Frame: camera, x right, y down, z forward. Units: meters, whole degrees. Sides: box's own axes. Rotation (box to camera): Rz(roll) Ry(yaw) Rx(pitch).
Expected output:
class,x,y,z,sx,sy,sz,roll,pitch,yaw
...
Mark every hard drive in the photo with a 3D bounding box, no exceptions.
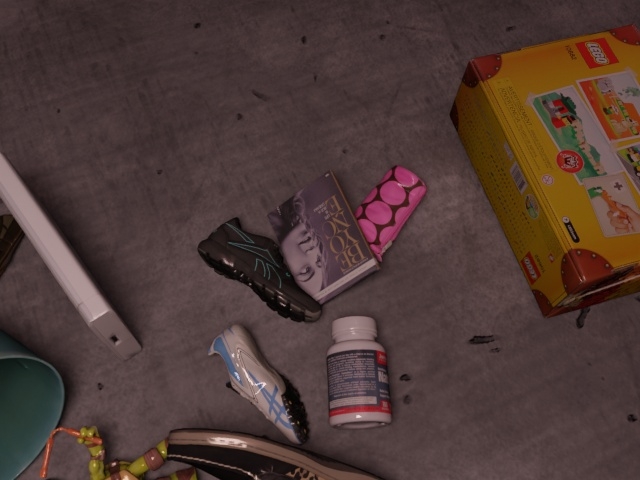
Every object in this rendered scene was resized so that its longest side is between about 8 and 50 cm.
class,x,y,z,sx,sy,sz,roll,pitch,yaw
hard drive,-0.441,0.034,1.077,0.047,0.233,0.353,-35,71,-17

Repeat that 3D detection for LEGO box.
class,x,y,z,sx,sy,sz,roll,pitch,yaw
LEGO box,0.531,-0.149,1.232,0.373,0.193,0.499,-14,66,-9

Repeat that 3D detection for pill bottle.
class,x,y,z,sx,sy,sz,roll,pitch,yaw
pill bottle,0.063,0.228,1.081,0.108,0.108,0.180,-1,66,-3

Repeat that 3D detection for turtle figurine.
class,x,y,z,sx,sy,sz,roll,pitch,yaw
turtle figurine,-0.306,0.402,0.997,0.218,0.087,0.269,-15,89,-13

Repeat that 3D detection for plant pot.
class,x,y,z,sx,sy,sz,roll,pitch,yaw
plant pot,-0.591,0.239,0.959,0.235,0.293,0.293,31,67,28

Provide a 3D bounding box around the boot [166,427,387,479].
class,x,y,z,sx,sy,sz,roll,pitch,yaw
boot,-0.081,0.452,0.931,0.378,0.138,0.284,23,67,-16

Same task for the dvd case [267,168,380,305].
class,x,y,z,sx,sy,sz,roll,pitch,yaw
dvd case,0.000,0.000,1.183,0.165,0.018,0.221,-34,67,22

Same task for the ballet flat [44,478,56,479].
class,x,y,z,sx,sy,sz,roll,pitch,yaw
ballet flat,-0.479,0.456,0.983,0.070,0.070,0.188,41,68,15

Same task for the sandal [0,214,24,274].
class,x,y,z,sx,sy,sz,roll,pitch,yaw
sandal,-0.629,0.043,1.165,0.090,0.060,0.219,19,51,-1

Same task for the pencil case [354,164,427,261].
class,x,y,z,sx,sy,sz,roll,pitch,yaw
pencil case,0.129,-0.051,1.225,0.098,0.095,0.209,15,62,43

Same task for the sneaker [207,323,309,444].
class,x,y,z,sx,sy,sz,roll,pitch,yaw
sneaker,-0.105,0.256,1.084,0.086,0.085,0.237,-41,75,8

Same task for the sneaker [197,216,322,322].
class,x,y,z,sx,sy,sz,roll,pitch,yaw
sneaker,-0.099,0.051,1.161,0.267,0.101,0.106,34,66,12
